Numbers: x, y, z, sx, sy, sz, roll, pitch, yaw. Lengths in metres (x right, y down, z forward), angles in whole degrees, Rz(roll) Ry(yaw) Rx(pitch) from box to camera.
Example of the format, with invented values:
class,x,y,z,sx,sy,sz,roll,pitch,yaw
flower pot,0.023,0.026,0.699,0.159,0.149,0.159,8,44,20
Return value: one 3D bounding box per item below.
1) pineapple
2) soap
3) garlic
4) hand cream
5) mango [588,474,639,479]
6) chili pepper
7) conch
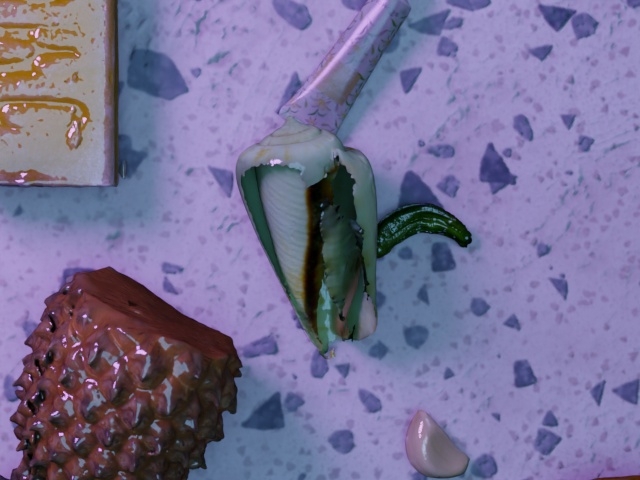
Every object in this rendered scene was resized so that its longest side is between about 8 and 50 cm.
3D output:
class,x,y,z,sx,sy,sz,roll,pitch,yaw
pineapple,-0.235,0.223,1.536,0.222,0.223,0.357,27,101,-6
soap,-0.288,-0.190,1.556,0.173,0.089,0.274,-1,92,-4
garlic,0.121,0.227,1.637,0.083,0.041,0.053,43,75,-14
hand cream,0.036,-0.194,1.609,0.067,0.042,0.194,34,93,-7
mango,0.356,0.387,1.602,0.211,0.173,0.317,-32,102,-3
chili pepper,0.102,-0.013,1.629,0.117,0.035,0.056,-7,106,-14
conch,0.003,-0.004,1.558,0.143,0.137,0.251,-17,88,27
